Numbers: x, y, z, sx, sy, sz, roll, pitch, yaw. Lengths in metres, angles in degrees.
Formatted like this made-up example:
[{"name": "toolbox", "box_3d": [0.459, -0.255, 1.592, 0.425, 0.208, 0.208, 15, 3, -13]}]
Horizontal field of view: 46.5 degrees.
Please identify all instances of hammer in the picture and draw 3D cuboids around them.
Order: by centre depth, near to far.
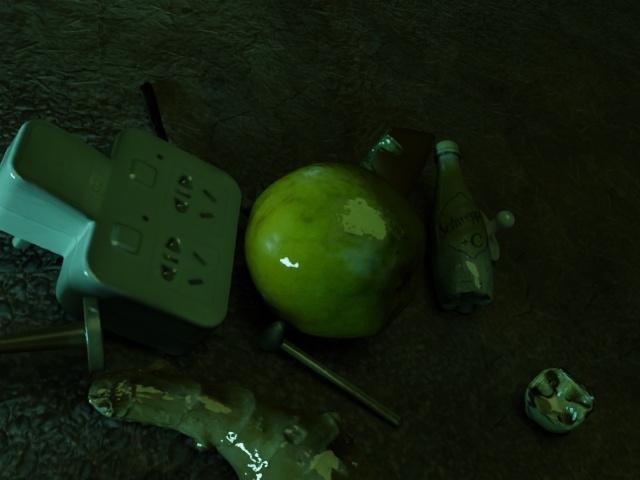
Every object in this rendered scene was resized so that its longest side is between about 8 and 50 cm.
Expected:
[{"name": "hammer", "box_3d": [0.019, 0.153, 0.849, 0.195, 0.060, 0.028, 34, 59, -5]}, {"name": "hammer", "box_3d": [-0.227, -0.161, 1.013, 0.065, 0.021, 0.178, 0, 52, -28]}]

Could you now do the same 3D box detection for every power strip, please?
[{"name": "power strip", "box_3d": [-0.233, -0.009, 0.822, 0.261, 0.141, 0.229, 26, 43, -27]}]

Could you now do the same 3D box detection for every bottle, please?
[{"name": "bottle", "box_3d": [0.192, -0.030, 1.066, 0.083, 0.083, 0.269, 11, 57, -21]}]

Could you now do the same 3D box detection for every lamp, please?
[{"name": "lamp", "box_3d": [-0.305, 0.096, 0.663, 0.215, 0.121, 0.121, -5, 54, -18]}]

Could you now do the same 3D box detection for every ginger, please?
[{"name": "ginger", "box_3d": [-0.087, 0.198, 0.735, 0.294, 0.086, 0.131, 20, 53, -1]}]

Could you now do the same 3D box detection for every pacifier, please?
[{"name": "pacifier", "box_3d": [0.259, -0.017, 1.119, 0.081, 0.078, 0.099, 31, 38, -32]}]

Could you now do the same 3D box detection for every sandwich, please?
[{"name": "sandwich", "box_3d": [0.095, -0.094, 1.085, 0.088, 0.090, 0.244, 35, 43, -1]}]

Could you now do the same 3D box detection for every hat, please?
[{"name": "hat", "box_3d": [0.300, 0.209, 0.953, 0.076, 0.059, 0.077, -35, 68, -28]}]

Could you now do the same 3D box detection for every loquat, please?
[{"name": "loquat", "box_3d": [0.000, 0.000, 0.879, 0.246, 0.213, 0.213, 28, 40, 23]}]
